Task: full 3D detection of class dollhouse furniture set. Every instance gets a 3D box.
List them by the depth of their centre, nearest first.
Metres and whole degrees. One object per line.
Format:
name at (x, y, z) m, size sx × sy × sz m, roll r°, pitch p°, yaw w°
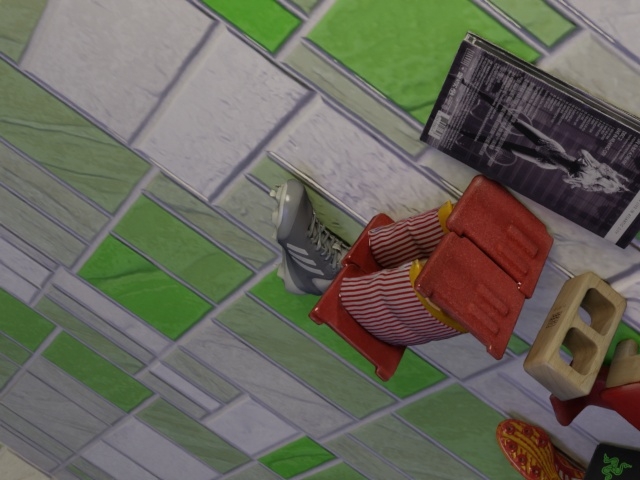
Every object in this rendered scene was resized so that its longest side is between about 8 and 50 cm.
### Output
dollhouse furniture set at (0.205, 0.116, 1.414) m, size 0.374 × 0.152 × 0.201 m, roll 40°, pitch 151°, yaw -16°

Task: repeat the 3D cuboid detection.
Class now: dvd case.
dvd case at (0.207, -0.087, 1.230) m, size 0.221 × 0.018 × 0.164 m, roll 29°, pitch 151°, yaw 5°

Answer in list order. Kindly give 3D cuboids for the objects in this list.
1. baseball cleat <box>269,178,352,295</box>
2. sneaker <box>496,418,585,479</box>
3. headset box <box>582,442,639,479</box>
baseball cleat at (0.000, 0.000, 1.535) m, size 0.109 × 0.072 × 0.206 m, roll 11°, pitch 153°, yaw 8°
sneaker at (0.280, 0.287, 1.716) m, size 0.175 × 0.064 × 0.067 m, roll 41°, pitch 160°, yaw -13°
headset box at (0.400, 0.382, 1.558) m, size 0.283 × 0.246 × 0.131 m, roll 7°, pitch 144°, yaw 40°
